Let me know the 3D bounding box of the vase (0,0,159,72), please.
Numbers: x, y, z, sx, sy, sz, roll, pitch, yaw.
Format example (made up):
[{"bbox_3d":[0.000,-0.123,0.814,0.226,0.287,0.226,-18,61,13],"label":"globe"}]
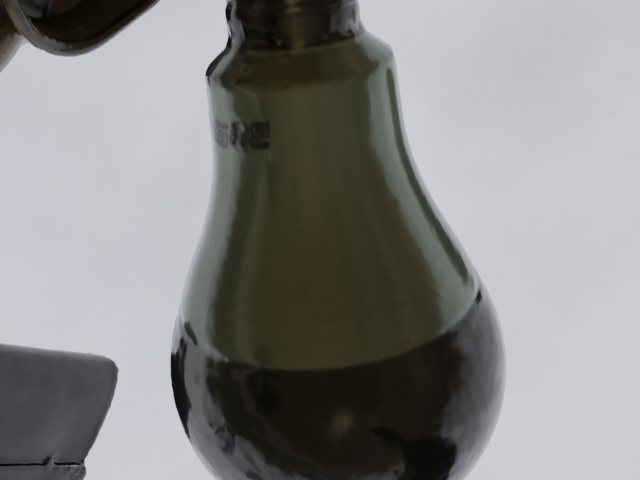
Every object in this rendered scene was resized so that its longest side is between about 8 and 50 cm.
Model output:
[{"bbox_3d":[-0.334,-0.255,0.767,0.302,0.241,0.329,21,-107,23],"label":"vase"}]

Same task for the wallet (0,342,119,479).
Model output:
[{"bbox_3d":[-0.388,0.211,0.839,0.062,0.406,0.229,14,-97,28],"label":"wallet"}]

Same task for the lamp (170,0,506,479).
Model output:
[{"bbox_3d":[-0.014,0.006,0.419,0.181,0.182,0.314,-21,-74,0],"label":"lamp"}]
